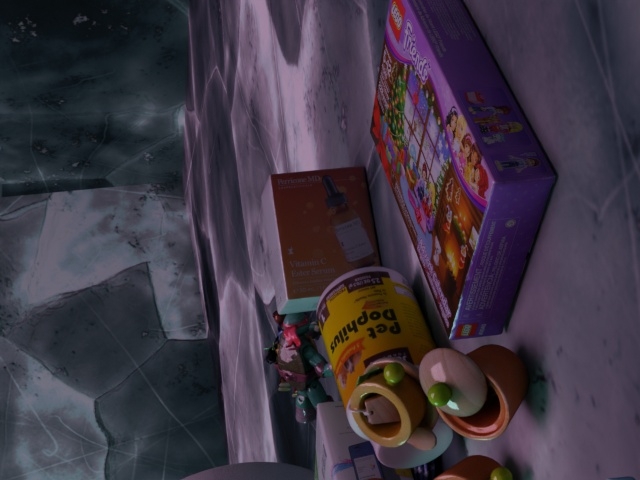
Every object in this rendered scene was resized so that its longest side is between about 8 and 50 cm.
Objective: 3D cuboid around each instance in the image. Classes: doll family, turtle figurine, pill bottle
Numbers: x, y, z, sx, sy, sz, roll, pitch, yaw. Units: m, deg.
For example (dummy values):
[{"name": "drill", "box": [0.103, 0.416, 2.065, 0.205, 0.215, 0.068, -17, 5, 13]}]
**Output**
[{"name": "doll family", "box": [-0.056, 0.199, 1.915, 0.193, 0.076, 0.111, 113, 153, -57]}, {"name": "turtle figurine", "box": [-0.010, 0.178, 1.603, 0.175, 0.118, 0.234, -122, 23, -64]}, {"name": "pill bottle", "box": [0.073, 0.138, 1.173, 0.215, 0.117, 0.117, -109, 18, -45]}]

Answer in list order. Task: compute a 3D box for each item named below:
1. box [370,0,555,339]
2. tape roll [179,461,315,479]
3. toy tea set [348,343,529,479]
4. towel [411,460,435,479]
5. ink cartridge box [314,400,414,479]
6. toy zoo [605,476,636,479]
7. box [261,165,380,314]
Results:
[{"name": "box", "box": [0.118, -0.083, 0.998, 0.201, 0.057, 0.293, 98, 162, -46]}, {"name": "tape roll", "box": [-0.119, 0.491, 1.594, 0.072, 0.392, 0.392, -112, 20, -54]}, {"name": "toy tea set", "box": [0.082, 0.231, 0.990, 0.200, 0.124, 0.336, 21, 123, 30]}, {"name": "towel", "box": [0.110, 0.348, 1.325, 0.243, 0.040, 0.336, -168, 75, -79]}, {"name": "ink cartridge box", "box": [0.054, 0.313, 1.252, 0.212, 0.093, 0.154, -104, 14, -54]}, {"name": "toy zoo", "box": [0.232, 0.289, 0.675, 0.192, 0.030, 0.293, 112, 151, -55]}, {"name": "box", "box": [0.000, 0.000, 1.409, 0.091, 0.130, 0.170, 123, 139, -72]}]
